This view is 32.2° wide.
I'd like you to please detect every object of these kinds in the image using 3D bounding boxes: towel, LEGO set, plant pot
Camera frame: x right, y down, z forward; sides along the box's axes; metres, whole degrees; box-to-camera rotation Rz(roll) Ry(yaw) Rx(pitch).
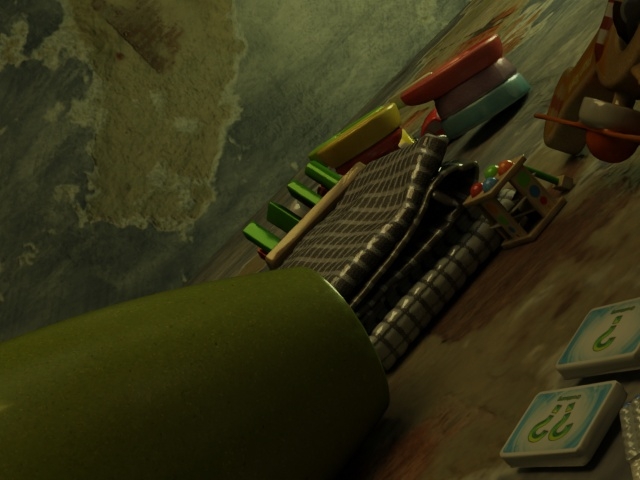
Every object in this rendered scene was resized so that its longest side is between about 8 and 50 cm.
[{"bbox_3d":[0.047,0.018,1.116,0.235,0.121,0.283,-47,9,-14],"label":"towel"},{"bbox_3d":[0.155,0.076,0.541,0.182,0.060,0.244,-52,11,-24],"label":"LEGO set"},{"bbox_3d":[-0.102,0.150,0.846,0.293,0.275,0.275,-29,3,-19],"label":"plant pot"}]

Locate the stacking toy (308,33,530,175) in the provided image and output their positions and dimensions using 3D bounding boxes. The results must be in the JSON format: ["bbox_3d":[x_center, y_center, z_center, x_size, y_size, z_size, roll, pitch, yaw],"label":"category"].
[{"bbox_3d":[0.136,-0.143,1.547,0.309,0.130,0.279,-34,5,-13],"label":"stacking toy"}]

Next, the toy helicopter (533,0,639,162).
[{"bbox_3d":[0.253,-0.147,0.933,0.355,0.140,0.235,105,178,-72],"label":"toy helicopter"}]

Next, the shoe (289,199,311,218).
[{"bbox_3d":[0.000,0.000,1.437,0.081,0.063,0.178,-46,-29,17],"label":"shoe"}]

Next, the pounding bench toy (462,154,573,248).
[{"bbox_3d":[0.179,-0.047,0.993,0.083,0.065,0.052,-47,9,-21],"label":"pounding bench toy"}]

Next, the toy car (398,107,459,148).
[{"bbox_3d":[0.113,-0.115,1.691,0.225,0.053,0.239,-47,9,-23],"label":"toy car"}]

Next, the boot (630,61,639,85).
[{"bbox_3d":[0.312,-0.146,0.610,0.269,0.089,0.236,-47,12,19],"label":"boot"}]

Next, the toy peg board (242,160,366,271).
[{"bbox_3d":[-0.006,-0.004,1.319,0.161,0.079,0.161,-46,-34,-15],"label":"toy peg board"}]
